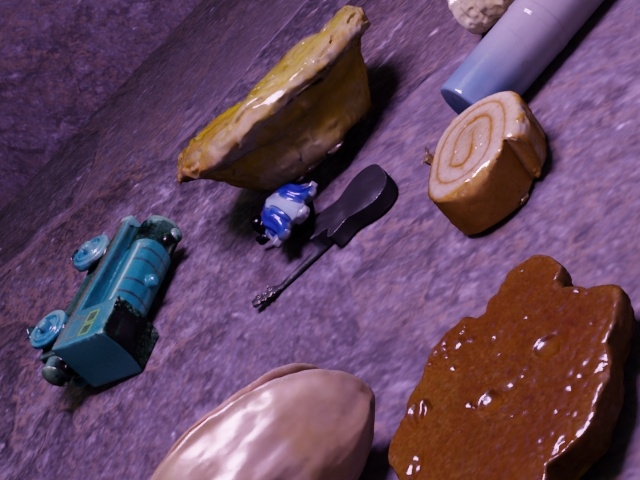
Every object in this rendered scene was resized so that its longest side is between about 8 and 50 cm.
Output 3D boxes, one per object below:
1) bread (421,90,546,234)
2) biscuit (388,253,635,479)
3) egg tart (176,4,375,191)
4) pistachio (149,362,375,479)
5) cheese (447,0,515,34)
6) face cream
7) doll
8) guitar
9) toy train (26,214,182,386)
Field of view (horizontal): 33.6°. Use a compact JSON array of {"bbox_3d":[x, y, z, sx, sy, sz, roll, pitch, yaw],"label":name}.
[{"bbox_3d":[0.168,-0.085,1.071,0.122,0.073,0.149,-29,30,32],"label":"bread"},{"bbox_3d":[0.145,0.127,0.818,0.208,0.041,0.290,-22,33,44],"label":"biscuit"},{"bbox_3d":[-0.046,-0.171,1.460,0.345,0.132,0.345,-39,13,11],"label":"egg tart"},{"bbox_3d":[-0.052,0.198,0.909,0.229,0.157,0.157,-43,21,-21],"label":"pistachio"},{"bbox_3d":[0.241,-0.347,1.335,0.167,0.094,0.123,-36,36,35],"label":"cheese"},{"bbox_3d":[0.240,-0.237,1.177,0.250,0.077,0.077,-50,24,-5],"label":"face cream"},{"bbox_3d":[-0.043,-0.034,1.358,0.096,0.070,0.195,-58,13,-8],"label":"doll"},{"bbox_3d":[0.000,0.000,1.283,0.233,0.025,0.088,-43,25,10],"label":"guitar"},{"bbox_3d":[-0.301,0.084,1.563,0.194,0.120,0.298,-20,34,34],"label":"toy train"}]
